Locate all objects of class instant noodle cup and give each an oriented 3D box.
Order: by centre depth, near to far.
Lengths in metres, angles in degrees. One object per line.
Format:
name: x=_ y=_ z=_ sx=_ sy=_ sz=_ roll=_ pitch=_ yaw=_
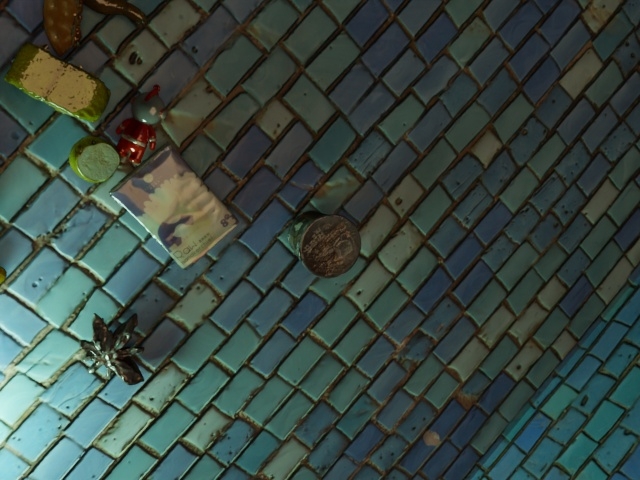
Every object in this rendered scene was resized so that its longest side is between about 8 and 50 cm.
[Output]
instant noodle cup: x=0.000 y=0.000 z=2.038 sx=0.218 sy=0.207 sz=0.217 roll=-5 pitch=104 yaw=-19

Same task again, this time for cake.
cake: x=-0.730 y=-0.438 z=1.699 sx=0.261 sy=0.179 sz=0.156 roll=29 pitch=91 yaw=-26

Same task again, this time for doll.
doll: x=-0.541 y=-0.358 z=1.830 sx=0.142 sy=0.076 sz=0.244 roll=24 pitch=91 yaw=9

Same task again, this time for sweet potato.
sweet potato: x=-0.651 y=-0.723 z=1.712 sx=0.108 sy=0.079 sz=0.346 roll=-41 pitch=108 yaw=13

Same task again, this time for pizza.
pizza: x=-0.719 y=-0.636 z=1.695 sx=0.127 sy=0.058 sz=0.246 roll=16 pitch=121 yaw=11

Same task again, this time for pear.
pear: x=-0.677 y=-0.247 z=1.800 sx=0.141 sy=0.104 sz=0.141 roll=-20 pitch=129 yaw=-27

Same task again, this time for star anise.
star anise: x=-0.665 y=0.348 z=1.927 sx=0.199 sy=0.110 sz=0.257 roll=-1 pitch=108 yaw=-20

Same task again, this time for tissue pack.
tissue pack: x=-0.451 y=-0.104 z=1.896 sx=0.242 sy=0.125 sz=0.343 roll=-42 pitch=112 yaw=-7

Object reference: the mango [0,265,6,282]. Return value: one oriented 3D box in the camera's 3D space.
mango: x=-0.990 y=0.105 z=1.783 sx=0.114 sy=0.060 sz=0.080 roll=-16 pitch=109 yaw=-20
